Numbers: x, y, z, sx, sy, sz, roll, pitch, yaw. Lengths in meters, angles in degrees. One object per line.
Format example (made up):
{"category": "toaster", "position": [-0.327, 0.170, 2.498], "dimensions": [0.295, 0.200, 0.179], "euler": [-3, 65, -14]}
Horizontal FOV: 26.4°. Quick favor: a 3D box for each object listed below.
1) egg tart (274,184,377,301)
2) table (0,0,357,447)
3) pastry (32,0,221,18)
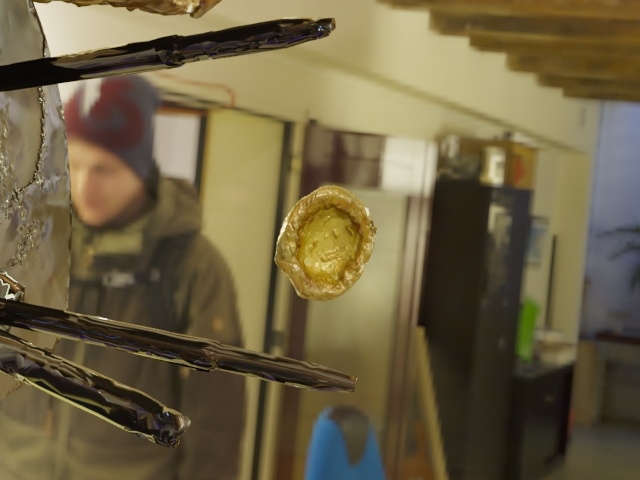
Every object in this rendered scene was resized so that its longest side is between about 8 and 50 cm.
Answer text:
{"category": "egg tart", "position": [0.000, 0.000, 1.142], "dimensions": [0.105, 0.105, 0.039], "euler": [5, 12, -39]}
{"category": "table", "position": [-0.132, 0.016, 0.787], "dimensions": [0.249, 0.317, 0.317], "euler": [10, 2, 21]}
{"category": "pastry", "position": [-0.133, -0.182, 0.747], "dimensions": [0.154, 0.102, 0.250], "euler": [26, 14, 21]}
